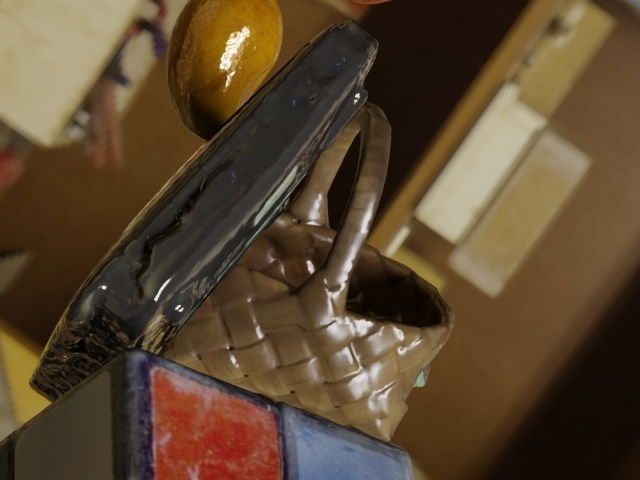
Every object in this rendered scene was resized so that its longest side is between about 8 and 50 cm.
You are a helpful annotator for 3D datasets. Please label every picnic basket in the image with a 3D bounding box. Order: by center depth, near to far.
[{"bbox_3d":[0.000,0.000,1.860,0.337,0.337,0.293,-55,-166,12],"label":"picnic basket"}]

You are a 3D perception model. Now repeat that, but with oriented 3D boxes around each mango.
[{"bbox_3d":[-0.101,-0.188,1.750,0.089,0.115,0.165,16,-112,52],"label":"mango"}]

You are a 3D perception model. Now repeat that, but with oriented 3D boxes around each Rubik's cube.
[{"bbox_3d":[-0.117,0.318,1.382,0.316,0.318,0.313,-38,-137,36],"label":"Rubik's cube"}]

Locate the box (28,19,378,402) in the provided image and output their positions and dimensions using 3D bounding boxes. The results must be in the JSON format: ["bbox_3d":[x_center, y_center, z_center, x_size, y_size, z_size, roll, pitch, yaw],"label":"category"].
[{"bbox_3d":[-0.104,-0.010,1.533,0.359,0.091,0.350,-51,-179,-26],"label":"box"}]

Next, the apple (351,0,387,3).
[{"bbox_3d":[0.068,-0.407,2.346,0.181,0.168,0.181,-18,-159,7],"label":"apple"}]

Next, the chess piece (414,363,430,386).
[{"bbox_3d":[0.074,0.132,2.037,0.067,0.103,0.067,6,90,-78],"label":"chess piece"}]
